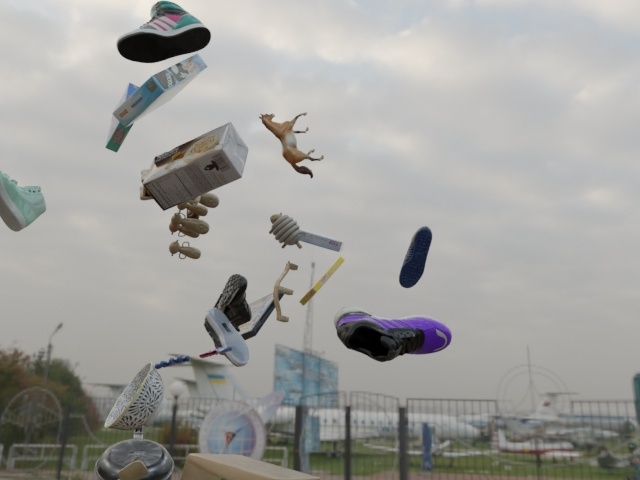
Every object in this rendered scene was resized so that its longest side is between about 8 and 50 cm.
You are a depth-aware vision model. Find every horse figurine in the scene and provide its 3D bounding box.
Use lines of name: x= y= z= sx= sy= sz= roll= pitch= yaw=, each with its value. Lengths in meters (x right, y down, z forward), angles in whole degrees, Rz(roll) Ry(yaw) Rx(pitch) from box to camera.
horse figurine: x=-0.092 y=-0.341 z=2.029 sx=0.174 sy=0.263 sz=0.066 roll=-19 pitch=0 yaw=-35

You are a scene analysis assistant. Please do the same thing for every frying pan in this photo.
frying pan: x=-0.470 y=0.561 z=1.557 sx=0.197 sy=0.053 sz=0.326 roll=10 pitch=12 yaw=6

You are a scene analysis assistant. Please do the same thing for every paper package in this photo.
paper package: x=-0.210 y=0.744 z=1.693 sx=0.324 sy=0.168 sz=0.309 roll=4 pitch=-17 yaw=28

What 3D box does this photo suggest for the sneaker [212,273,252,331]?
sneaker: x=-0.276 y=0.214 z=1.937 sx=0.124 sy=0.107 sz=0.283 roll=19 pitch=-43 yaw=-17

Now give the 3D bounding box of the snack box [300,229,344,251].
snack box: x=0.000 y=0.000 z=1.812 sx=0.141 sy=0.037 sz=0.100 roll=17 pitch=4 yaw=7

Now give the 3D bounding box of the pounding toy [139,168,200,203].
pounding toy: x=-0.508 y=-0.160 z=2.032 sx=0.269 sy=0.155 sz=0.154 roll=-7 pitch=32 yaw=-37

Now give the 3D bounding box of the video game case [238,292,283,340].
video game case: x=-0.295 y=0.335 z=2.447 sx=0.035 sy=0.248 sz=0.274 roll=47 pitch=-43 yaw=-13

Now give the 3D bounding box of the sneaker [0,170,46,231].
sneaker: x=-0.970 y=-0.169 z=1.810 sx=0.094 sy=0.256 sz=0.151 roll=-14 pitch=22 yaw=25

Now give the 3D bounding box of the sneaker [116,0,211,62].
sneaker: x=-0.513 y=-0.661 z=1.800 sx=0.295 sy=0.178 sz=0.124 roll=-20 pitch=-34 yaw=-29

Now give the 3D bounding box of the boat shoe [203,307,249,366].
boat shoe: x=-0.301 y=0.315 z=1.799 sx=0.080 sy=0.228 sz=0.076 roll=-5 pitch=-45 yaw=-48

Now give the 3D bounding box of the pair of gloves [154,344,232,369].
pair of gloves: x=-0.334 y=0.307 z=1.530 sx=0.198 sy=0.023 sz=0.159 roll=-14 pitch=-9 yaw=-7

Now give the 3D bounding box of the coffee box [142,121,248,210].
coffee box: x=-0.323 y=-0.193 z=1.508 sx=0.246 sy=0.141 sz=0.098 roll=-20 pitch=-54 yaw=19

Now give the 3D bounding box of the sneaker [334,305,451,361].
sneaker: x=0.179 y=0.243 z=1.386 sx=0.293 sy=0.102 sz=0.146 roll=7 pitch=16 yaw=-4

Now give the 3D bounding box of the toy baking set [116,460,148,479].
toy baking set: x=-0.363 y=0.509 z=1.019 sx=0.196 sy=0.256 sz=0.030 roll=-4 pitch=7 yaw=-1

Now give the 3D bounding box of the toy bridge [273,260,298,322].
toy bridge: x=-0.113 y=0.152 z=1.770 sx=0.063 sy=0.188 sz=0.026 roll=22 pitch=-21 yaw=-37

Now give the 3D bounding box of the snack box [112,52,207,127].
snack box: x=-0.484 y=-0.467 z=1.774 sx=0.187 sy=0.322 sz=0.060 roll=-32 pitch=-73 yaw=27

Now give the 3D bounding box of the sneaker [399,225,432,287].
sneaker: x=0.346 y=0.058 z=2.070 sx=0.081 sy=0.232 sz=0.090 roll=22 pitch=16 yaw=6

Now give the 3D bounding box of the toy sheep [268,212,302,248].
toy sheep: x=-0.100 y=-0.026 z=1.700 sx=0.132 sy=0.091 sz=0.091 roll=46 pitch=-22 yaw=2

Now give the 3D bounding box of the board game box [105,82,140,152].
board game box: x=-0.710 y=-0.443 z=2.076 sx=0.047 sy=0.210 sz=0.160 roll=22 pitch=-50 yaw=-30

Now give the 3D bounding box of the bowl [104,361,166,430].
bowl: x=-0.407 y=0.371 z=1.319 sx=0.080 sy=0.170 sz=0.170 roll=38 pitch=-30 yaw=-15

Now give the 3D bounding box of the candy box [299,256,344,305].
candy box: x=0.007 y=0.142 z=2.045 sx=0.027 sy=0.206 sz=0.105 roll=44 pitch=-46 yaw=0

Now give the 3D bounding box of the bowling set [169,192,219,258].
bowling set: x=-0.530 y=-0.079 z=2.261 sx=0.154 sy=0.287 sz=0.200 roll=18 pitch=1 yaw=-32
